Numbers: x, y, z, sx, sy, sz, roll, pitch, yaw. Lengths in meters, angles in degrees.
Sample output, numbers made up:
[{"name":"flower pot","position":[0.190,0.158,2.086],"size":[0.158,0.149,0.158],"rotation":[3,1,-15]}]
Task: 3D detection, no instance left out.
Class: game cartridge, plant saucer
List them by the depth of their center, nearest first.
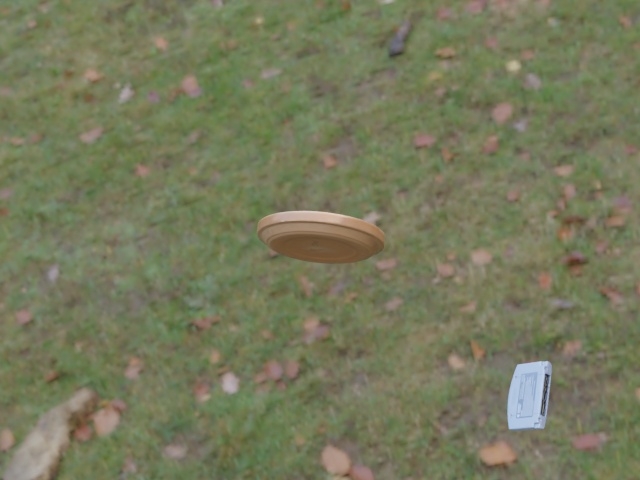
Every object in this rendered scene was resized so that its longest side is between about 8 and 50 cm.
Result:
[{"name":"plant saucer","position":[0.000,0.000,0.799],"size":[0.083,0.083,0.013],"rotation":[-2,71,21]},{"name":"game cartridge","position":[0.251,0.188,1.486],"size":[0.056,0.017,0.083],"rotation":[-13,59,48]}]
